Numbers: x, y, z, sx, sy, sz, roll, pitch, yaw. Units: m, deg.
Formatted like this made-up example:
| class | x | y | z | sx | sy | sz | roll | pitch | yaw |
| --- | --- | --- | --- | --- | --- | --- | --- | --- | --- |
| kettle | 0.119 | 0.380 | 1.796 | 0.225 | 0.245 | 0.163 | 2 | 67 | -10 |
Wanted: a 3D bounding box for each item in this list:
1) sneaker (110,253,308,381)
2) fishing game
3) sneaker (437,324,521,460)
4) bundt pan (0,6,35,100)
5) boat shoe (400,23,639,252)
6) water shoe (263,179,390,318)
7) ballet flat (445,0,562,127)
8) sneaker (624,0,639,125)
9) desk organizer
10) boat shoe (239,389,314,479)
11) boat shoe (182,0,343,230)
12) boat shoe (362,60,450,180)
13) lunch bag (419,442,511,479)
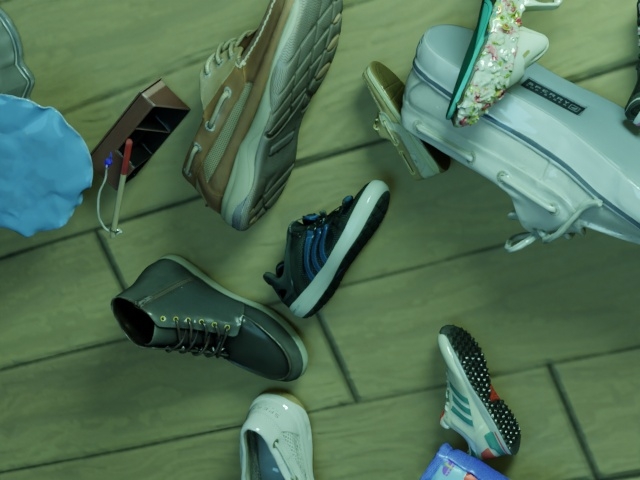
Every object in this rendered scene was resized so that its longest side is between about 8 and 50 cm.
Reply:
| class | x | y | z | sx | sy | sz | roll | pitch | yaw |
| --- | --- | --- | --- | --- | --- | --- | --- | --- | --- |
| sneaker | -0.129 | 0.111 | 1.951 | 0.222 | 0.118 | 0.083 | 30 | 125 | 14 |
| fishing game | -0.345 | -0.087 | 1.940 | 0.264 | 0.041 | 0.189 | 12 | 124 | -1 |
| sneaker | 0.152 | 0.171 | 1.859 | 0.075 | 0.057 | 0.161 | -22 | 104 | 30 |
| bundt pan | -0.504 | -0.180 | 2.018 | 0.330 | 0.124 | 0.331 | 13 | 118 | 24 |
| boat shoe | 0.226 | -0.054 | 1.658 | 0.367 | 0.136 | 0.156 | 32 | 125 | 16 |
| water shoe | 0.000 | 0.000 | 1.852 | 0.080 | 0.073 | 0.203 | 40 | 126 | 10 |
| ballet flat | 0.181 | -0.212 | 1.579 | 0.077 | 0.091 | 0.241 | 16 | 84 | -2 |
| sneaker | 0.322 | -0.194 | 1.585 | 0.077 | 0.072 | 0.178 | 38 | 119 | 23 |
| desk organizer | -0.205 | -0.118 | 1.926 | 0.050 | 0.047 | 0.130 | 45 | 127 | 0 |
| boat shoe | -0.051 | 0.317 | 2.023 | 0.098 | 0.096 | 0.277 | -1 | 113 | 30 |
| boat shoe | -0.073 | -0.159 | 1.787 | 0.116 | 0.123 | 0.324 | 32 | 124 | 15 |
| boat shoe | 0.078 | -0.119 | 1.761 | 0.045 | 0.050 | 0.135 | -30 | 97 | 31 |
| lunch bag | 0.171 | 0.371 | 1.899 | 0.221 | 0.138 | 0.293 | 34 | 124 | 7 |
